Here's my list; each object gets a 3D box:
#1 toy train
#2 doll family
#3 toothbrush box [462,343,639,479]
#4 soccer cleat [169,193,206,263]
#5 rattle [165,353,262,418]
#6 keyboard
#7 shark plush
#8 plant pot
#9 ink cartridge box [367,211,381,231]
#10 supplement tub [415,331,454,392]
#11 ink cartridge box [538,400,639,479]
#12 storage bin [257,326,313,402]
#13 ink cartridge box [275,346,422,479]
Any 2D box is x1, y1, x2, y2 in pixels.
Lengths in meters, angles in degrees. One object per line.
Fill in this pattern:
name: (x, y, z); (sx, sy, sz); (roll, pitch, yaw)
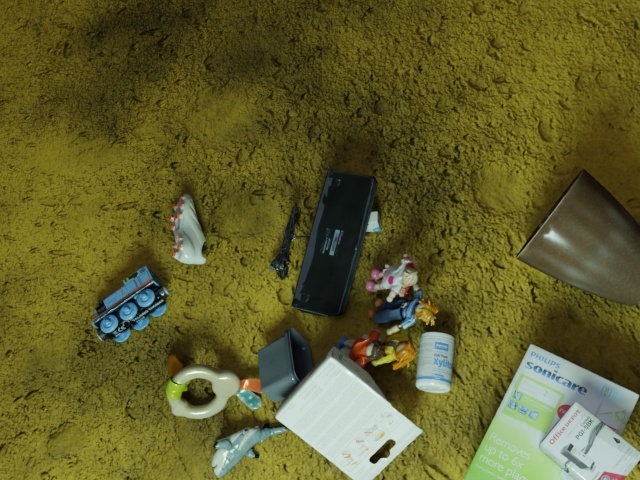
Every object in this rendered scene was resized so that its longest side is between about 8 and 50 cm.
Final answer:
toy train: (-0.423, 0.145, 1.755); (0.184, 0.080, 0.105); (-35, 54, -1)
doll family: (0.150, 0.162, 1.568); (0.163, 0.118, 0.263); (-8, 51, 58)
toothbrush box: (0.411, 0.366, 1.428); (0.206, 0.122, 0.283); (26, 73, 22)
soccer cleat: (-0.300, -0.023, 1.812); (0.068, 0.076, 0.196); (-46, 38, 36)
rattle: (-0.219, 0.292, 1.659); (0.199, 0.143, 0.130); (-13, 99, -5)
keyboard: (0.000, 0.000, 1.710); (0.201, 0.033, 0.317); (12, 81, 25)
shark plush: (-0.146, 0.412, 1.596); (0.161, 0.073, 0.067); (-22, 82, -20)
plant pot: (0.534, 0.016, 1.524); (0.230, 0.215, 0.215); (37, 79, 11)
ink cartridge box: (0.087, -0.039, 1.727); (0.083, 0.048, 0.028); (-3, 65, 13)
supplement tub: (0.225, 0.240, 1.556); (0.071, 0.071, 0.107); (3, 68, 15)
ink cartridge box: (0.449, 0.352, 1.326); (0.135, 0.056, 0.099); (39, 79, 22)
storage bin: (-0.070, 0.261, 1.607); (0.091, 0.098, 0.135); (-27, 43, 17)
ink cartridge box: (0.054, 0.336, 1.506); (0.224, 0.056, 0.181); (38, 111, -6)
